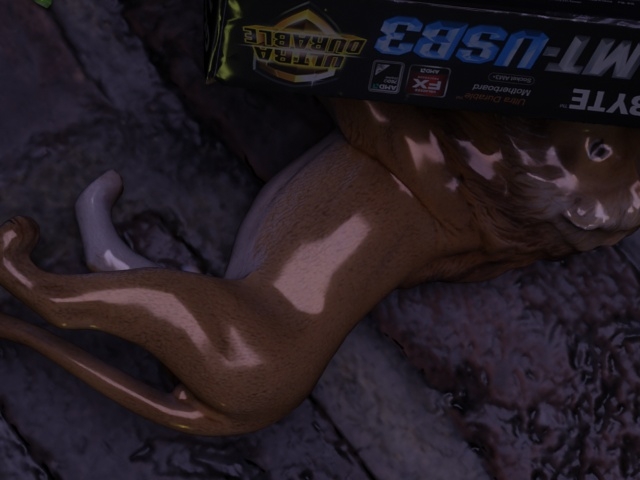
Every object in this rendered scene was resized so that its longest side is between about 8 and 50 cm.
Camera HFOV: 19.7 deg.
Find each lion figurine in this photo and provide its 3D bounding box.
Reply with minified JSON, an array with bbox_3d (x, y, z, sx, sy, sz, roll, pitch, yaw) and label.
[{"bbox_3d":[0.000,0.000,1.052,0.392,0.142,0.240,-43,86,-7],"label":"lion figurine"}]

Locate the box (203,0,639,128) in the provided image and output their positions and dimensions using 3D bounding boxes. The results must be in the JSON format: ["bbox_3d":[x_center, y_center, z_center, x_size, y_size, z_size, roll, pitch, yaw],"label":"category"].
[{"bbox_3d":[0.081,-0.178,1.036,0.295,0.073,0.293,4,37,-8],"label":"box"}]

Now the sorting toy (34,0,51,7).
[{"bbox_3d":[-0.186,-0.180,1.113,0.083,0.012,0.062,38,77,0],"label":"sorting toy"}]
